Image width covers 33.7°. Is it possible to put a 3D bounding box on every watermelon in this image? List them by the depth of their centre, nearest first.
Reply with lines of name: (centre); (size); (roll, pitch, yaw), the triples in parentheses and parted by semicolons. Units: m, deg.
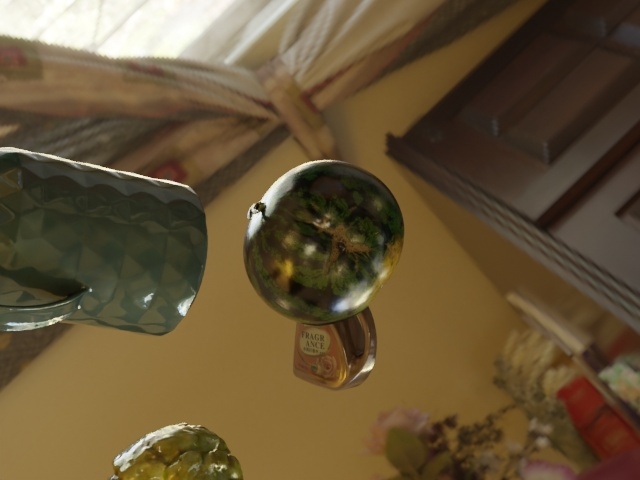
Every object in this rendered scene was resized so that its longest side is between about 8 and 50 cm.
watermelon: (0.005, 0.003, 1.685); (0.269, 0.269, 0.269); (46, 180, 0)

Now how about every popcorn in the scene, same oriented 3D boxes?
popcorn: (-0.199, 0.351, 1.396); (0.183, 0.221, 0.204); (24, -173, 14)

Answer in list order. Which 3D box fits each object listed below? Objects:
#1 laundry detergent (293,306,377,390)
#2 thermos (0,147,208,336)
laundry detergent: (0.033, 0.142, 1.854); (0.171, 0.237, 0.076); (15, -168, 42)
thermos: (-0.246, 0.007, 0.900); (0.286, 0.145, 0.182); (10, -142, -33)
